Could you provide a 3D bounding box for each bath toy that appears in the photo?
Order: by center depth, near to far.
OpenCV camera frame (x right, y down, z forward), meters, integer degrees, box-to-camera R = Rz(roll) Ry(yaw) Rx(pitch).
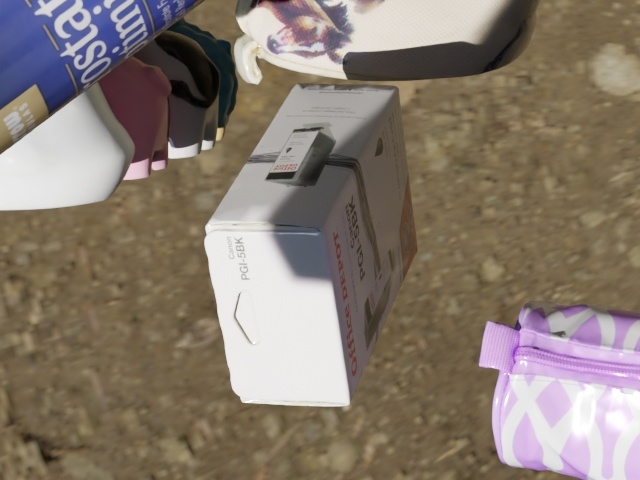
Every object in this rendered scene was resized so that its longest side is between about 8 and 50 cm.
[{"bbox_3d":[-0.153,-0.105,1.156,0.151,0.348,0.129,-2,101,9],"label":"bath toy"}]

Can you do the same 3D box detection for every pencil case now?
[{"bbox_3d":[0.179,0.076,0.812,0.206,0.088,0.086,5,75,18],"label":"pencil case"},{"bbox_3d":[0.045,-0.272,0.944,0.183,0.160,0.410,5,113,0],"label":"pencil case"}]

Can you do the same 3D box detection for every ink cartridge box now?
[{"bbox_3d":[0.000,0.000,0.856,0.056,0.135,0.099,2,123,18],"label":"ink cartridge box"}]

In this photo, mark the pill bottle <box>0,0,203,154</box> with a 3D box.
[{"bbox_3d":[-0.141,-0.101,0.734,0.219,0.123,0.123,-39,79,-11],"label":"pill bottle"}]
